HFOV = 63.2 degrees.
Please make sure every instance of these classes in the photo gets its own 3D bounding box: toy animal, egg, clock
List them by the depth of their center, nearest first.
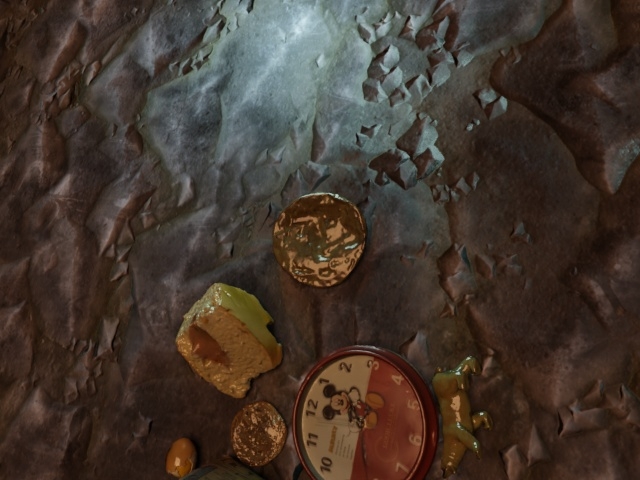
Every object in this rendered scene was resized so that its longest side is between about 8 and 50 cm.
[{"bbox_3d":[0.268,0.343,1.017,0.101,0.103,0.219,-21,68,34],"label":"toy animal"},{"bbox_3d":[0.086,0.375,1.068,0.318,0.080,0.319,-8,72,25],"label":"clock"},{"bbox_3d":[-0.315,0.494,1.186,0.071,0.071,0.083,6,73,22],"label":"egg"}]

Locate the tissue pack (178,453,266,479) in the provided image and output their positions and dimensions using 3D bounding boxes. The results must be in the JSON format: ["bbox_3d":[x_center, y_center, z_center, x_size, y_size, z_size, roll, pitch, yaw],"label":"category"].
[{"bbox_3d":[-0.163,0.545,1.033,0.256,0.215,0.123,24,95,24],"label":"tissue pack"}]

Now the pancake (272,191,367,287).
[{"bbox_3d":[0.000,0.000,1.241,0.241,0.050,0.242,-3,81,20],"label":"pancake"}]

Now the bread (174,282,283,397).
[{"bbox_3d":[-0.215,0.212,1.236,0.183,0.224,0.211,-40,23,11],"label":"bread"}]

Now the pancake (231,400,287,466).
[{"bbox_3d":[-0.141,0.432,1.167,0.139,0.022,0.140,-6,72,19],"label":"pancake"}]
